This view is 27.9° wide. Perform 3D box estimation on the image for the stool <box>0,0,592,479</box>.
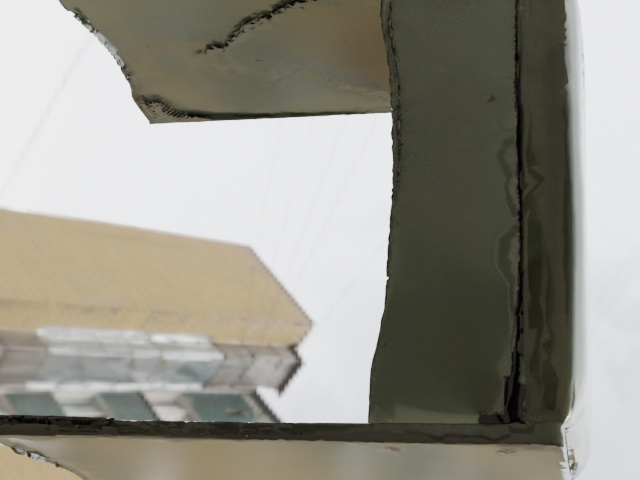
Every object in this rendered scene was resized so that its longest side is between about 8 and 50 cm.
[{"bbox_3d":[0.000,0.000,0.659,0.270,0.170,0.243,-1,-110,11],"label":"stool"}]
